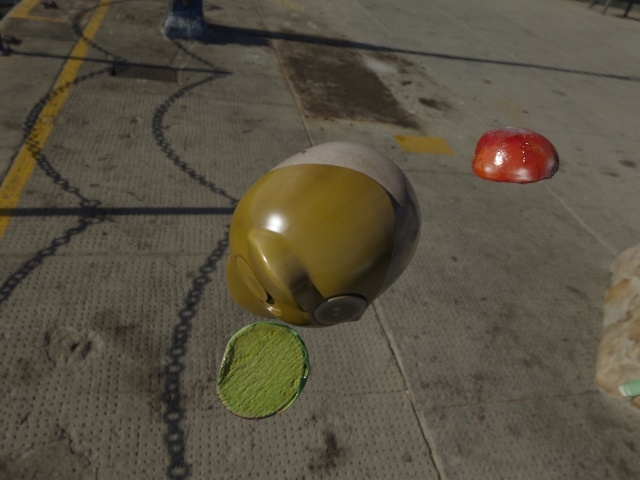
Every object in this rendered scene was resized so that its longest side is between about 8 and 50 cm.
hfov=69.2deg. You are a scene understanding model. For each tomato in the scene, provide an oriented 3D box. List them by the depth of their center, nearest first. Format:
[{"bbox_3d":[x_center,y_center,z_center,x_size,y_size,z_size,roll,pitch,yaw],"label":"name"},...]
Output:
[{"bbox_3d":[0.410,-0.191,0.977,0.173,0.099,0.189,5,30,26],"label":"tomato"}]

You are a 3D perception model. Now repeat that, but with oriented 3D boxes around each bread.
[{"bbox_3d":[-0.131,0.295,1.063,0.228,0.228,0.033,-9,7,-26],"label":"bread"}]

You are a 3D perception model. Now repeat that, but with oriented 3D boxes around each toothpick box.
[{"bbox_3d":[0.000,0.000,1.105,0.425,0.409,0.409,-36,59,-28],"label":"toothpick box"}]

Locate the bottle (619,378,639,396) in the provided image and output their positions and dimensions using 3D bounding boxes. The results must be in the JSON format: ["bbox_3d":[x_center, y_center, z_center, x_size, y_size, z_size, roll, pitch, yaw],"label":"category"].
[{"bbox_3d":[0.616,0.278,0.884,0.030,0.083,0.030,14,56,-21],"label":"bottle"}]
